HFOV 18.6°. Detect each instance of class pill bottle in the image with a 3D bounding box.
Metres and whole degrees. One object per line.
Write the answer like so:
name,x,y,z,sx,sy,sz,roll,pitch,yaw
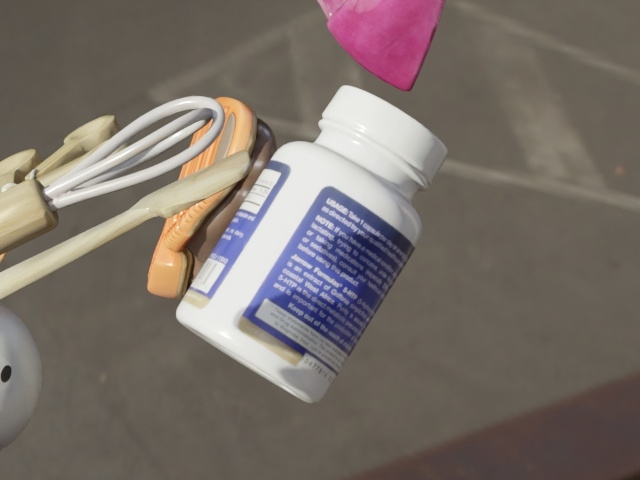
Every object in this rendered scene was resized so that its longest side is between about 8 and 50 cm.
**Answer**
pill bottle,0.000,0.000,1.262,0.112,0.112,0.187,30,84,24

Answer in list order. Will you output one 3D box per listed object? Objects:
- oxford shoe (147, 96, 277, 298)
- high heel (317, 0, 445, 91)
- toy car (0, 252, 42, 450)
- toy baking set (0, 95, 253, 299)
oxford shoe,-0.060,-0.023,1.664,0.132,0.364,0.130,19,74,-4
high heel,0.097,-0.201,1.138,0.117,0.244,0.082,49,6,-8
toy car,-0.244,0.121,1.260,0.219,0.238,0.210,14,4,-6
toy baking set,-0.148,-0.014,0.911,0.196,0.030,0.256,-37,22,-26
